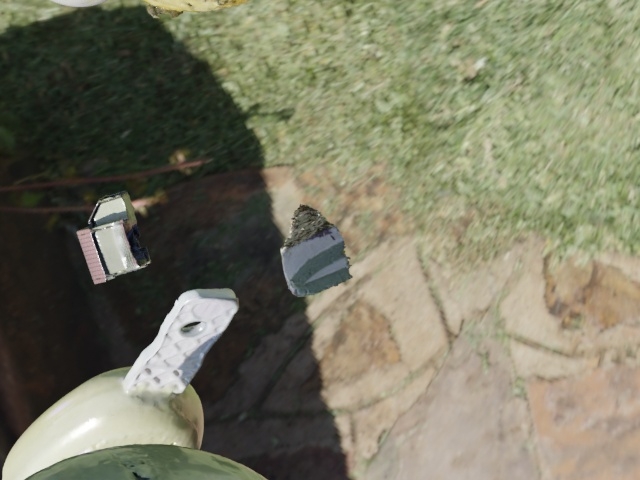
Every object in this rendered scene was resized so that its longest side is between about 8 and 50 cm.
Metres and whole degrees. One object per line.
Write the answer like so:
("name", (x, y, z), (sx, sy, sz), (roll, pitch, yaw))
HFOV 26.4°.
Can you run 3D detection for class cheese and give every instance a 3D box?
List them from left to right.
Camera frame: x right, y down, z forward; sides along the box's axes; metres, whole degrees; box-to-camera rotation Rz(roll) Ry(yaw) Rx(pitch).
("cheese", (-0.113, 0.105, 0.866), (0.251, 0.127, 0.054), (-54, 44, 42))

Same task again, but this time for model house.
("model house", (-0.220, -0.003, 1.418), (0.058, 0.057, 0.083), (-18, 97, 11))

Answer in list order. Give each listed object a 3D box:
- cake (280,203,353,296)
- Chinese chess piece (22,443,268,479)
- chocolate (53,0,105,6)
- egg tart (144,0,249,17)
("cake", (0.000, 0.000, 1.137), (0.055, 0.140, 0.051), (-19, 106, 10))
("Chinese chess piece", (-0.099, 0.234, 0.739), (0.250, 0.101, 0.250), (-5, 103, -23))
("chocolate", (-0.198, -0.270, 1.142), (0.221, 0.221, 0.147), (44, 87, 2))
("egg tart", (-0.194, -0.391, 1.831), (0.291, 0.290, 0.107), (28, 144, 8))
